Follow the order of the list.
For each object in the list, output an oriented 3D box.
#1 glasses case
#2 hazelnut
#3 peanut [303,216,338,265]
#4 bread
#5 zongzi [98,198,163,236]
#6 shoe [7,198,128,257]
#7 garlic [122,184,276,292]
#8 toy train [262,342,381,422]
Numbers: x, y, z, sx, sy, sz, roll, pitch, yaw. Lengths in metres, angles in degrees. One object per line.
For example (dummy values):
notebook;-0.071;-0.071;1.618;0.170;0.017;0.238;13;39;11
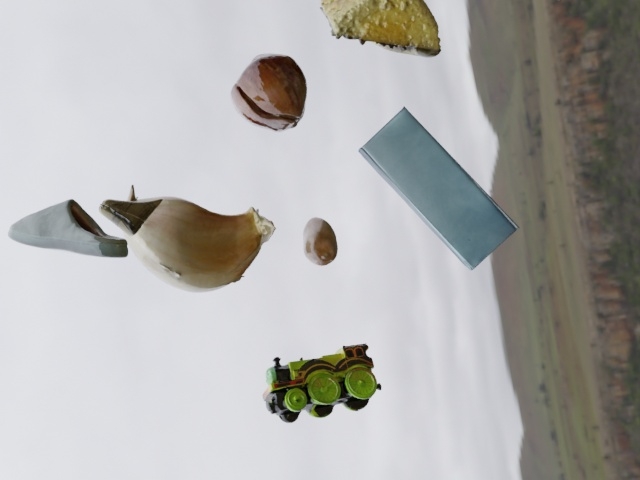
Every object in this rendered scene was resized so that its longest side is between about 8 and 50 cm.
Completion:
glasses case;0.189;-0.082;1.482;0.266;0.105;0.056;48;-173;4
hazelnut;-0.086;-0.257;1.625;0.154;0.143;0.143;151;113;-68
peanut;0.000;0.000;1.995;0.152;0.076;0.076;-97;-11;-58
bread;0.137;-0.510;2.012;0.204;0.262;0.162;-111;32;-56
zongzi;-0.314;-0.059;1.516;0.076;0.083;0.040;39;165;-10
shoe;-0.353;-0.019;1.307;0.079;0.195;0.078;14;-92;-63
garlic;-0.273;-0.005;1.977;0.286;0.313;0.249;-115;29;-55
toy train;-0.001;0.344;2.233;0.100;0.296;0.160;120;138;-56
